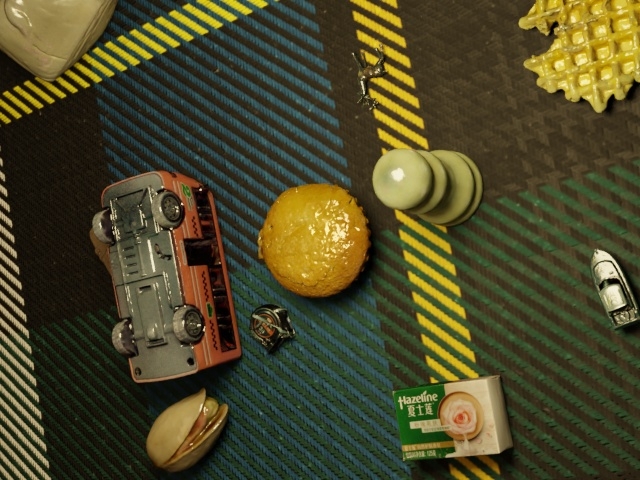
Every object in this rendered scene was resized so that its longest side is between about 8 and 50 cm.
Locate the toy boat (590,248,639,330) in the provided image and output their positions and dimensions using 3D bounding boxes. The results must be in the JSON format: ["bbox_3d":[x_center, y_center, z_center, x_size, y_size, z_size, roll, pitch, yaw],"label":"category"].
[{"bbox_3d":[0.498,0.079,1.534,0.055,0.060,0.141,-27,73,29],"label":"toy boat"}]

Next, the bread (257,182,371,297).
[{"bbox_3d":[0.000,0.000,1.784,0.239,0.139,0.240,0,89,31],"label":"bread"}]

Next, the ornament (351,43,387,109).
[{"bbox_3d":[0.101,-0.322,1.796,0.073,0.028,0.125,-8,83,31],"label":"ornament"}]

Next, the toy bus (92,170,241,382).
[{"bbox_3d":[-0.315,0.074,1.926,0.203,0.233,0.427,-13,85,30],"label":"toy bus"}]

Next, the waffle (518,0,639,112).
[{"bbox_3d":[0.476,-0.363,1.556,0.250,0.056,0.261,42,107,24],"label":"waffle"}]

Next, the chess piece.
[{"bbox_3d":[0.182,-0.101,1.611,0.144,0.251,0.145,-1,89,30],"label":"chess piece"}]

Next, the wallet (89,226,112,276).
[{"bbox_3d":[-0.484,0.008,2.135,0.118,0.038,0.153,-42,71,21],"label":"wallet"}]

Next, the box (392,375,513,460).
[{"bbox_3d":[0.243,0.330,1.670,0.199,0.081,0.135,-14,82,28],"label":"box"}]

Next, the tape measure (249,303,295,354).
[{"bbox_3d":[-0.103,0.180,1.893,0.091,0.054,0.094,-39,77,23],"label":"tape measure"}]

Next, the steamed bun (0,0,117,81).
[{"bbox_3d":[-0.610,-0.549,2.078,0.247,0.236,0.383,33,114,-19],"label":"steamed bun"}]

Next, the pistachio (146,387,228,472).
[{"bbox_3d":[-0.291,0.416,1.954,0.215,0.144,0.144,-48,67,22],"label":"pistachio"}]
